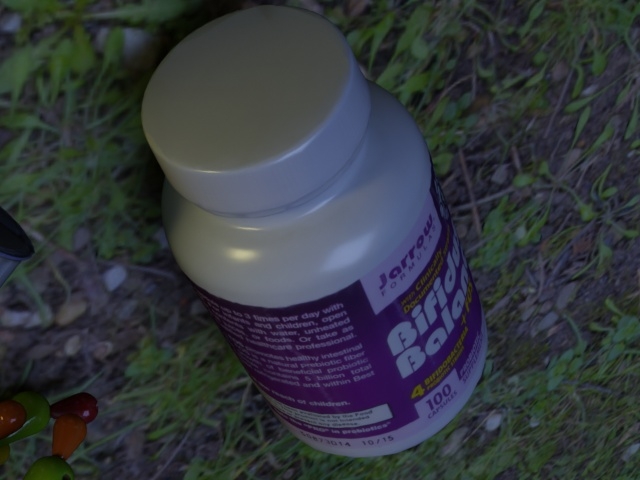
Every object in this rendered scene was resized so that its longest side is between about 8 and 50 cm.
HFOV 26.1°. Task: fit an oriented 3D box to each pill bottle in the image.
[{"bbox_3d":[0.000,0.000,0.872,0.169,0.169,0.301,-39,142,-10],"label":"pill bottle"}]

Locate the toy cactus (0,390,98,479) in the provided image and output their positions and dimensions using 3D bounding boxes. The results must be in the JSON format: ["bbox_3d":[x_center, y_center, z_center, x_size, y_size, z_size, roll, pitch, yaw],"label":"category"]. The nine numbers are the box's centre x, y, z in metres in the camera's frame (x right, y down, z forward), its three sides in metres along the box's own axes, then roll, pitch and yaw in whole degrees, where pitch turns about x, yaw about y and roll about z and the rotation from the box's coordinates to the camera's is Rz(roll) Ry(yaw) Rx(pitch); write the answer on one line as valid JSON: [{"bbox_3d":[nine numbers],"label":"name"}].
[{"bbox_3d":[-0.230,0.177,0.845,0.180,0.219,0.112,9,145,-1],"label":"toy cactus"}]

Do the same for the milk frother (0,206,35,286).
[{"bbox_3d":[-0.229,0.041,0.716,0.135,0.143,0.129,-51,135,9],"label":"milk frother"}]
